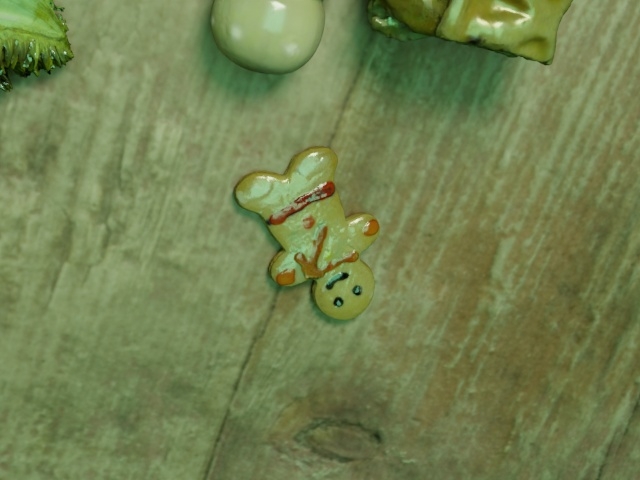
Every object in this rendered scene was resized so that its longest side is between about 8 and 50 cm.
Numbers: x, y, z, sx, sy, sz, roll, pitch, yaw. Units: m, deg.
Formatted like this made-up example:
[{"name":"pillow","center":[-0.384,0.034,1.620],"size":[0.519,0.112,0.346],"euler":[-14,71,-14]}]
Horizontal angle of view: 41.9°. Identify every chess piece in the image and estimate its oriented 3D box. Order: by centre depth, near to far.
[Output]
[{"name":"chess piece","center":[-0.026,-0.322,0.876],"size":[0.167,0.167,0.300],"euler":[11,112,-18]}]

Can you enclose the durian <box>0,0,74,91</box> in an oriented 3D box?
[{"name":"durian","center":[-0.442,-0.235,0.820],"size":[0.394,0.163,0.198],"euler":[11,74,-24]}]

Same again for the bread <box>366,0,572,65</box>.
[{"name":"bread","center":[0.176,-0.326,0.893],"size":[0.196,0.238,0.252],"euler":[-8,110,-52]}]

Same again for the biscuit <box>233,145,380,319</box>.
[{"name":"biscuit","center":[0.000,0.000,1.049],"size":[0.153,0.030,0.234],"euler":[-25,112,-3]}]
